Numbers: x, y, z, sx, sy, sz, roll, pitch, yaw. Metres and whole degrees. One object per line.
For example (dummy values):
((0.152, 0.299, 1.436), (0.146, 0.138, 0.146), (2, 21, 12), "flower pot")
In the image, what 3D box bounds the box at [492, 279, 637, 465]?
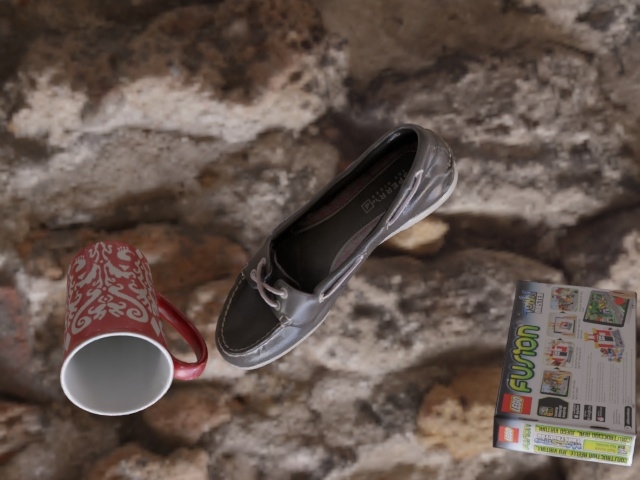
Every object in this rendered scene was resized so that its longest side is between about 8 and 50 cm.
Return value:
((0.220, 0.109, 0.924), (0.114, 0.036, 0.207), (5, -148, 14), "box")

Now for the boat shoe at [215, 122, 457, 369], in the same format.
((0.000, 0.000, 1.107), (0.335, 0.112, 0.095), (-43, 151, 5), "boat shoe")

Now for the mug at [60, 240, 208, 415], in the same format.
((-0.210, 0.096, 1.122), (0.113, 0.169, 0.150), (-38, 127, 13), "mug")
